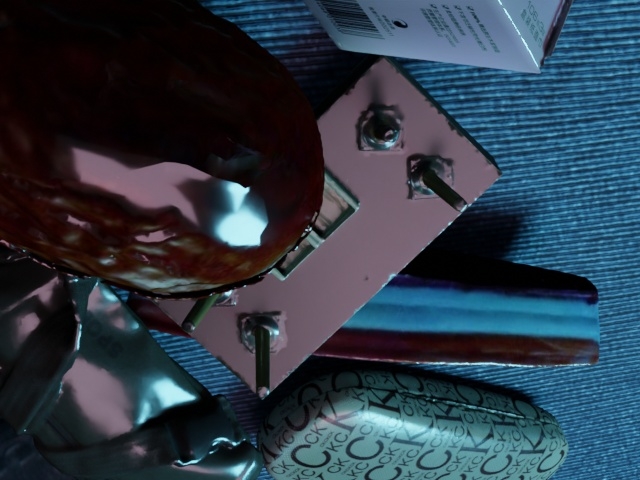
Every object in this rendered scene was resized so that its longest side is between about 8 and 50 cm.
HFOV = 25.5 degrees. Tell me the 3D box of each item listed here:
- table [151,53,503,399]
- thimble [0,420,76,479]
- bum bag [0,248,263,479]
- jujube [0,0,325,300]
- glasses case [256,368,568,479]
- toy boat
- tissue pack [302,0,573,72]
[{"bbox_3d":[0.000,0.000,0.971,0.121,0.111,0.240,43,103,-14],"label":"table"},{"bbox_3d":[-0.226,0.256,1.207,0.205,0.172,0.236,7,137,-37],"label":"thimble"},{"bbox_3d":[-0.159,0.115,1.047,0.142,0.079,0.326,-34,119,18],"label":"bum bag"},{"bbox_3d":[-0.110,-0.064,0.849,0.243,0.183,0.183,24,125,-33],"label":"jujube"},{"bbox_3d":[0.097,0.197,1.360,0.355,0.085,0.137,16,129,-40],"label":"glasses case"},{"bbox_3d":[0.041,0.046,1.122,0.392,0.136,0.079,7,112,-20],"label":"toy boat"},{"bbox_3d":[0.035,-0.197,0.763,0.148,0.092,0.246,13,160,34],"label":"tissue pack"}]
